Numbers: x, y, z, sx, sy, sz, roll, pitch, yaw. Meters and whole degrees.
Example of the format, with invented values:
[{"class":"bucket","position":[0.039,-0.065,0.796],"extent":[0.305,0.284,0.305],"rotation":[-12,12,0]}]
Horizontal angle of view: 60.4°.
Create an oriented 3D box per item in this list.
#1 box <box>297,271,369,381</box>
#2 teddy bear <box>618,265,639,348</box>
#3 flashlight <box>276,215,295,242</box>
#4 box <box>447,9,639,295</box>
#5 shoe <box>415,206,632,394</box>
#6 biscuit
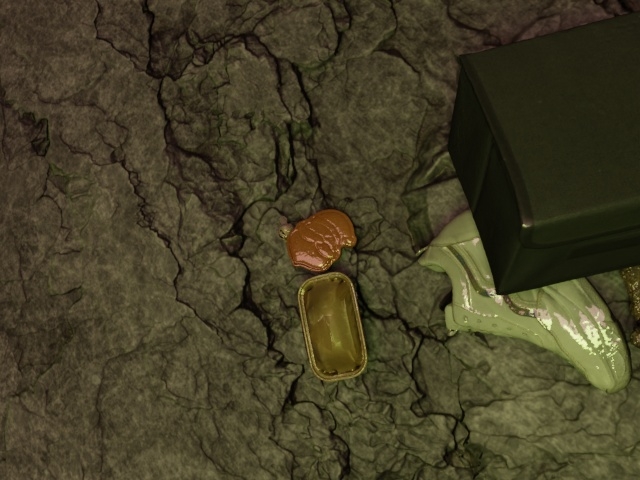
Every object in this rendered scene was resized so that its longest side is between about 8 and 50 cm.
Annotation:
[{"class":"box","position":[0.025,0.145,0.932],"extent":[0.111,0.111,0.177],"rotation":[-16,79,21]},{"class":"teddy bear","position":[0.470,0.103,0.763],"extent":[0.119,0.078,0.161],"rotation":[-11,71,-13]},{"class":"flashlight","position":[-0.040,0.001,1.012],"extent":[0.110,0.031,0.052],"rotation":[34,128,20]},{"class":"box","position":[0.357,-0.113,0.682],"extent":[0.344,0.204,0.251],"rotation":[-12,64,1]},{"class":"shoe","position":[0.285,0.094,0.817],"extent":[0.210,0.132,0.342],"rotation":[-39,66,17]},{"class":"biscuit","position":[0.000,0.000,0.982],"extent":[0.130,0.019,0.102],"rotation":[-35,72,-3]}]
